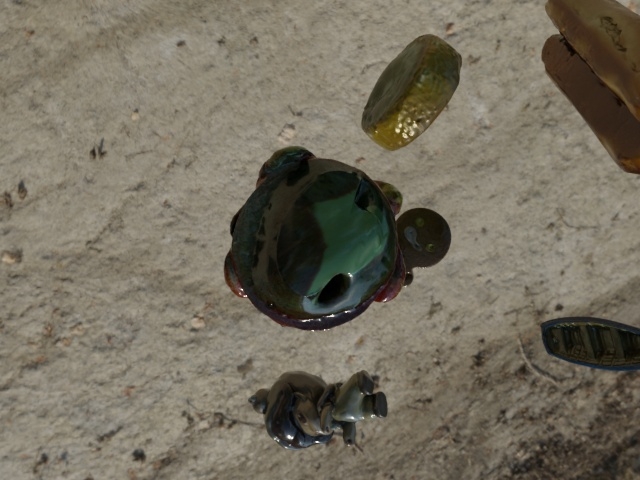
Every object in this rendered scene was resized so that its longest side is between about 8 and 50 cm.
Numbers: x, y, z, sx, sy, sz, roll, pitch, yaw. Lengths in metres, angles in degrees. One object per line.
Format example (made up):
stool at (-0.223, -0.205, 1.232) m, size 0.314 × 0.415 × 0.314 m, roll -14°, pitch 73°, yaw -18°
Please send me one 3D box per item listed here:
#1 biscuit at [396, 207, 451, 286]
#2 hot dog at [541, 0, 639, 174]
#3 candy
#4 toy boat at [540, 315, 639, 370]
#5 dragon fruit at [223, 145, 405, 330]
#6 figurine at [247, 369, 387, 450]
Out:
biscuit at (0.183, 0.013, 1.083) m, size 0.236 × 0.180 × 0.039 m, roll -25°, pitch 173°, yaw 8°
hot dog at (0.353, -0.195, 0.551) m, size 0.100 × 0.337 × 0.135 m, roll -10°, pitch 133°, yaw 8°
candy at (0.192, -0.317, 1.026) m, size 0.118 × 0.260 × 0.260 m, roll 28°, pitch 105°, yaw -17°
toy boat at (0.419, 0.147, 0.684) m, size 0.045 × 0.229 × 0.080 m, roll -11°, pitch 85°, yaw -21°
dragon fruit at (0.000, 0.000, 0.688) m, size 0.295 × 0.130 × 0.268 m, roll -37°, pitch 90°, yaw -5°
figurine at (-0.004, 0.451, 1.289) m, size 0.380 × 0.203 × 0.248 m, roll -24°, pitch 125°, yaw 34°
